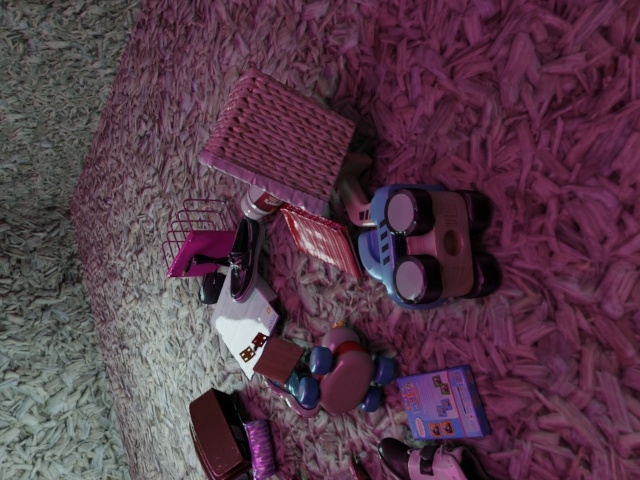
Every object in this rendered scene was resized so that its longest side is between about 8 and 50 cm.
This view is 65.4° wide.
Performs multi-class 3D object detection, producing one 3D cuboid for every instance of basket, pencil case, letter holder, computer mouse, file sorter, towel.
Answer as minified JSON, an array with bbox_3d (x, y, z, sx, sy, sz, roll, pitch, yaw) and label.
[{"bbox_3d":[-0.121,-0.258,1.349,0.266,0.332,0.328,-65,20,3],"label":"basket"},{"bbox_3d":[-0.219,0.749,1.795,0.086,0.088,0.205,-23,76,36],"label":"pencil case"},{"bbox_3d":[-0.407,0.756,1.887,0.215,0.152,0.301,-34,59,-1],"label":"letter holder"},{"bbox_3d":[-0.453,0.165,1.950,0.261,0.184,0.060,-62,29,31],"label":"computer mouse"},{"bbox_3d":[-0.484,-0.009,1.970,0.290,0.202,0.182,-49,54,39],"label":"file sorter"},{"bbox_3d":[0.000,0.000,1.460,0.275,0.031,0.198,24,146,45],"label":"towel"}]

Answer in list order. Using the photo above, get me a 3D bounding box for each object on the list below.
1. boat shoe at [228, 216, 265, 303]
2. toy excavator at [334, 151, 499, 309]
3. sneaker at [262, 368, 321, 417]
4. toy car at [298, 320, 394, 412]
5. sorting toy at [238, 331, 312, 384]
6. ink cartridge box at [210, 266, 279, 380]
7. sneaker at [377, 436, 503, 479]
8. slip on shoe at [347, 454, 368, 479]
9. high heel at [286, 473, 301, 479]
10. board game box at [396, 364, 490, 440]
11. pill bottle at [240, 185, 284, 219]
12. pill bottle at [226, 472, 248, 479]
[{"bbox_3d":[-0.273,0.066,1.737,0.108,0.102,0.300,7,79,33],"label":"boat shoe"},{"bbox_3d":[0.167,-0.046,1.229,0.445,0.223,0.431,-13,81,57],"label":"toy excavator"},{"bbox_3d":[-0.087,0.469,1.639,0.275,0.107,0.109,26,92,40],"label":"sneaker"},{"bbox_3d":[0.057,0.336,1.409,0.238,0.220,0.210,-106,32,-60],"label":"toy car"},{"bbox_3d":[-0.138,0.394,1.623,0.275,0.132,0.046,13,146,32],"label":"sorting toy"},{"bbox_3d":[-0.267,0.285,1.837,0.330,0.072,0.323,45,124,34],"label":"ink cartridge box"},{"bbox_3d":[0.289,0.532,1.183,0.331,0.123,0.146,20,101,38],"label":"sneaker"},{"bbox_3d":[0.119,0.687,1.440,0.041,0.051,0.135,-25,59,6],"label":"slip on shoe"},{"bbox_3d":[-0.017,0.921,1.553,0.377,0.127,0.181,29,108,40],"label":"high heel"},{"bbox_3d":[0.293,0.400,1.218,0.212,0.039,0.160,-28,71,46],"label":"board game box"},{"bbox_3d":[-0.169,-0.163,1.653,0.221,0.121,0.121,-38,64,44],"label":"pill bottle"},{"bbox_3d":[-0.342,0.931,1.934,0.180,0.108,0.107,17,105,47],"label":"pill bottle"}]
